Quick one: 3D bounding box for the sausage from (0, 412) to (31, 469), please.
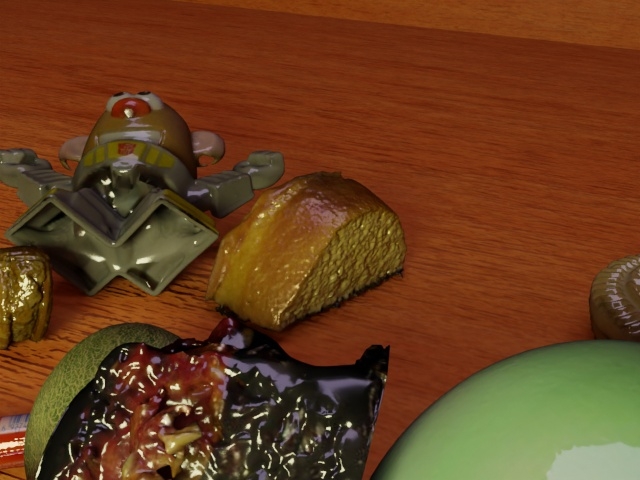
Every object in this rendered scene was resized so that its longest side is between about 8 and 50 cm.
[{"bbox_3d":[-0.281,0.163,0.539,0.145,0.050,0.048,-5,2,-12],"label":"sausage"}]

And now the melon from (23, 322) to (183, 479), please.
[{"bbox_3d":[-0.134,0.140,0.491,0.139,0.139,0.192,-3,33,-10],"label":"melon"}]

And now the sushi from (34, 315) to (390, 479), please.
[{"bbox_3d":[-0.059,0.127,0.361,0.150,0.172,0.153,15,7,6],"label":"sushi"}]

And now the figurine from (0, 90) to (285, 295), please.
[{"bbox_3d":[-0.226,-0.073,0.847,0.342,0.167,0.285,19,33,-14],"label":"figurine"}]

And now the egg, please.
[{"bbox_3d":[0.138,0.168,0.369,0.269,0.220,0.220,-15,32,-19],"label":"egg"}]

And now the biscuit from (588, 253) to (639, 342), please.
[{"bbox_3d":[0.395,0.088,0.695,0.259,0.079,0.259,2,28,-1],"label":"biscuit"}]

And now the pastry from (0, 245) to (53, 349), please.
[{"bbox_3d":[-0.298,0.054,0.684,0.057,0.109,0.097,-5,59,-34],"label":"pastry"}]

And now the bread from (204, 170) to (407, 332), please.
[{"bbox_3d":[-0.003,-0.006,0.783,0.129,0.134,0.260,27,36,36],"label":"bread"}]
